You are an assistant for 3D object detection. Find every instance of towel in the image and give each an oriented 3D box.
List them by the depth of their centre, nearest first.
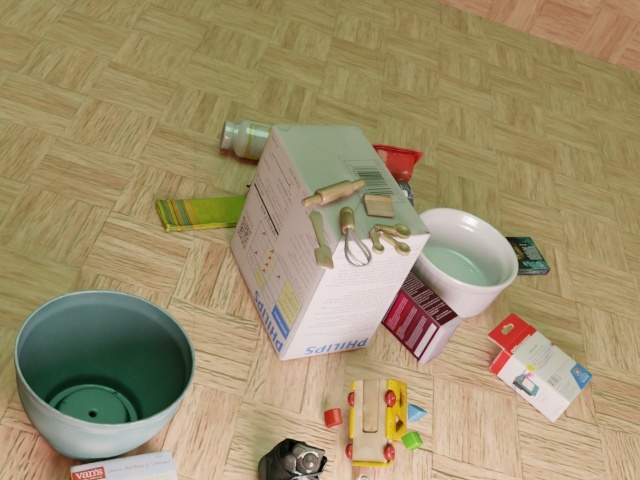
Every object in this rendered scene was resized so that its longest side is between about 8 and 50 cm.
[{"bbox_3d":[-0.272,-0.070,1.891,0.237,0.021,0.102,-5,48,-29],"label":"towel"}]

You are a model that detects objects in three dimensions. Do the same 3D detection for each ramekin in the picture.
[{"bbox_3d":[0.331,0.059,1.935,0.277,0.135,0.277,13,41,-12],"label":"ramekin"}]

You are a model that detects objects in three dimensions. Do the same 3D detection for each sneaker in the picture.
[{"bbox_3d":[-0.041,0.438,1.347,0.087,0.130,0.228,17,37,-26],"label":"sneaker"}]

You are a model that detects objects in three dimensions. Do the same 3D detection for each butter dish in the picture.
[{"bbox_3d":[0.185,-0.181,2.146,0.160,0.160,0.118,8,66,-17],"label":"butter dish"}]

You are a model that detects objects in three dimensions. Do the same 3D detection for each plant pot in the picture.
[{"bbox_3d":[-0.381,0.255,1.350,0.292,0.196,0.293,15,37,-12],"label":"plant pot"}]

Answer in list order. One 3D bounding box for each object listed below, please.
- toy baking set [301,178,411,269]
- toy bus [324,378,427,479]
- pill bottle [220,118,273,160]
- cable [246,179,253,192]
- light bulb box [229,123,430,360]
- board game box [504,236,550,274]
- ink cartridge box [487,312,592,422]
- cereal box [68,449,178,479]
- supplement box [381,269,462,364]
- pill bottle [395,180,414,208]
[{"bbox_3d":[0.063,-0.034,1.436,0.256,0.030,0.197,-17,55,-39],"label":"toy baking set"},{"bbox_3d":[0.118,0.365,1.524,0.104,0.202,0.191,23,20,-50],"label":"toy bus"},{"bbox_3d":[-0.169,-0.265,2.086,0.184,0.103,0.103,10,42,-14],"label":"pill bottle"},{"bbox_3d":[-0.106,-0.101,1.980,0.150,0.047,0.184,-12,51,-34],"label":"cable"},{"bbox_3d":[0.000,0.000,1.676,0.225,0.361,0.358,-3,47,-30],"label":"light bulb box"},{"bbox_3d":[0.516,0.041,2.121,0.186,0.026,0.126,1,45,-24],"label":"board game box"},{"bbox_3d":[0.487,0.287,1.801,0.231,0.078,0.134,41,43,20],"label":"ink cartridge box"},{"bbox_3d":[-0.302,0.463,1.269,0.172,0.047,0.240,-3,43,-25],"label":"cereal box"},{"bbox_3d":[0.193,0.149,1.779,0.073,0.130,0.239,-24,59,-40],"label":"supplement box"},{"bbox_3d":[0.105,-0.096,2.006,0.245,0.130,0.130,3,44,-20],"label":"pill bottle"}]
